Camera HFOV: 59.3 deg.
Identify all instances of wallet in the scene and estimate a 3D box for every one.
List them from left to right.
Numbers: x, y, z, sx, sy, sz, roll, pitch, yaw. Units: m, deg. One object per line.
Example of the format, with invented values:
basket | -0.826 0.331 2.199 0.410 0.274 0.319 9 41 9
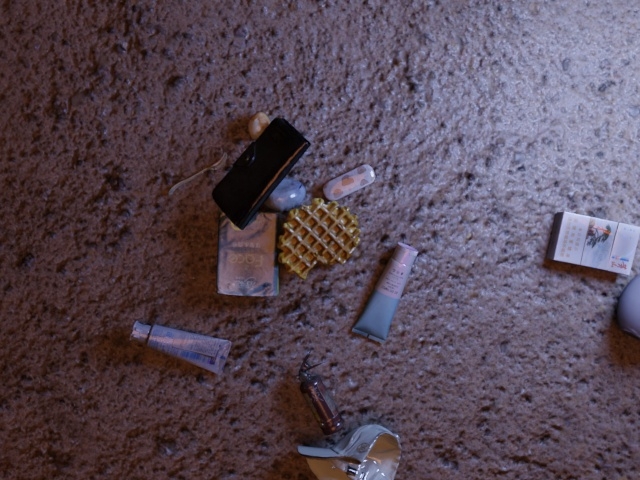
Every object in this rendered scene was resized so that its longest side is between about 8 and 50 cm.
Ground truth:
wallet | -0.177 -0.200 1.615 0.318 0.045 0.172 -48 59 10

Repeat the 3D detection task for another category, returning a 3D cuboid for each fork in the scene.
fork | -0.372 -0.198 1.711 0.220 0.034 0.028 -33 84 3

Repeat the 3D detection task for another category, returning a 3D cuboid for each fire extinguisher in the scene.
fire extinguisher | -0.001 0.462 1.731 0.106 0.075 0.252 -28 92 -9

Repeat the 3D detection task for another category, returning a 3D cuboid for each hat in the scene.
hat | 0.084 0.645 1.712 0.302 0.168 0.257 0 133 23

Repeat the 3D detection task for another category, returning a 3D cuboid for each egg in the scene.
egg | -0.181 -0.341 1.677 0.071 0.071 0.083 -3 96 2
egg | 0.966 0.182 1.628 0.176 0.176 0.231 24 93 0

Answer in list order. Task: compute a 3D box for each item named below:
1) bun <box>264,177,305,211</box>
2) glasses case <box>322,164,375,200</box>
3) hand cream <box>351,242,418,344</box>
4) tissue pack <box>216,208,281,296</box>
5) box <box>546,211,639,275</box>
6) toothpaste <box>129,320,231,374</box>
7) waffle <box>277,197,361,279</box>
bun | -0.112 -0.129 1.665 0.141 0.140 0.083 -3 116 2
glasses case | 0.086 -0.173 1.695 0.164 0.041 0.063 -25 93 3
hand cream | 0.206 0.161 1.715 0.111 0.070 0.312 24 102 -2
tissue pack | -0.215 0.036 1.699 0.186 0.081 0.256 2 93 2
box | 0.811 0.008 1.675 0.233 0.067 0.149 11 95 0
toothpaste | -0.433 0.322 1.738 0.300 0.073 0.113 18 94 -7
waffle | 0.000 0.000 1.673 0.253 0.056 0.248 9 101 -20
